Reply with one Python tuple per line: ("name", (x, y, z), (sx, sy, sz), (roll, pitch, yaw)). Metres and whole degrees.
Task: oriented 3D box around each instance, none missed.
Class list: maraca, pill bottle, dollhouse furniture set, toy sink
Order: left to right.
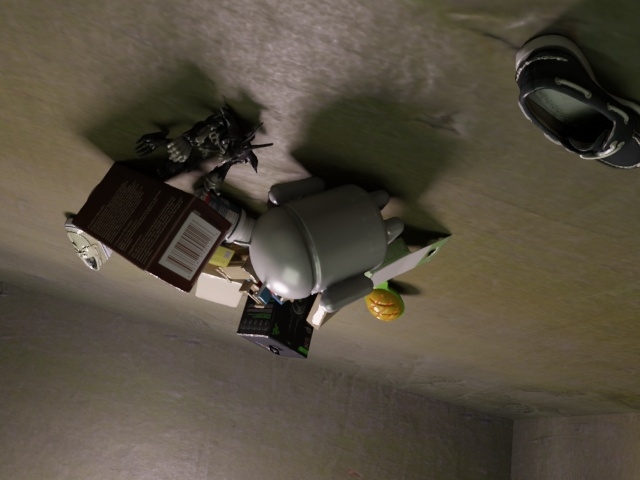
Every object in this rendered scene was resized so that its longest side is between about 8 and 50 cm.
("pill bottle", (-0.258, -0.054, 1.281), (0.180, 0.107, 0.108), (28, 152, -29))
("toy sink", (-0.322, 0.113, 1.644), (0.153, 0.131, 0.234), (17, 150, -8))
("dollhouse furniture set", (-0.168, 0.086, 1.377), (0.129, 0.128, 0.183), (-5, 136, 44))
("dollhouse furniture set", (-0.027, 0.051, 1.442), (0.303, 0.198, 0.286), (39, 136, 17))
("maraca", (0.199, 0.187, 1.581), (0.127, 0.099, 0.185), (-16, 118, 31))

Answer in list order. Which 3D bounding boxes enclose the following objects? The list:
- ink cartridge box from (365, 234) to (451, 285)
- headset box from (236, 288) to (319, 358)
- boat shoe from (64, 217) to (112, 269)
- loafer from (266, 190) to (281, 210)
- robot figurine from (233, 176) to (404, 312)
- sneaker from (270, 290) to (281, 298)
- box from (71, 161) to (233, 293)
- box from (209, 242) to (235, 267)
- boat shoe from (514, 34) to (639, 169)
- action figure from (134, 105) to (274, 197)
("ink cartridge box", (0.198, 0.047, 1.245), (0.235, 0.056, 0.171), (-26, 162, -16))
("headset box", (-0.130, 0.240, 1.633), (0.131, 0.282, 0.246), (-2, 151, 31))
("boat shoe", (-0.828, 0.020, 1.748), (0.109, 0.094, 0.302), (12, 156, 4))
("loafer", (-0.098, -0.046, 1.249), (0.080, 0.078, 0.220), (6, 154, 16))
("robot figurine", (0.000, 0.000, 1.043), (0.354, 0.299, 0.199), (-21, 162, -22))
("sneaker", (-0.052, 0.020, 1.208), (0.135, 0.276, 0.097), (37, 145, 21))
("box", (-0.404, -0.039, 1.145), (0.382, 0.191, 0.143), (23, 167, 38))
("box", (-0.339, -0.009, 1.333), (0.232, 0.058, 0.087), (33, -175, 37))
("boat shoe", (0.388, -0.170, 0.717), (0.303, 0.091, 0.114), (25, 153, -24))
("action figure", (-0.235, -0.171, 0.984), (0.276, 0.140, 0.164), (0, 141, 31))
